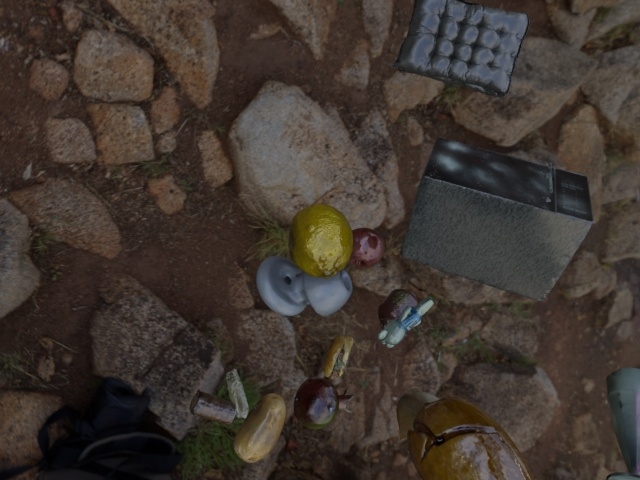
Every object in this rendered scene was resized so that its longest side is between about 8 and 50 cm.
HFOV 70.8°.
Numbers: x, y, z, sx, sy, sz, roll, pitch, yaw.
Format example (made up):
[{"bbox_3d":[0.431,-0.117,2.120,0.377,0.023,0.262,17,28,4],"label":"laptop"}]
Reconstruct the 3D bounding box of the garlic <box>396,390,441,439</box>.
[{"bbox_3d":[0.368,0.614,1.487,0.151,0.338,0.197,13,83,-16],"label":"garlic"}]

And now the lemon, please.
[{"bbox_3d":[0.000,0.000,1.379,0.204,0.204,0.260,23,41,-38],"label":"lemon"}]

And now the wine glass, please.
[{"bbox_3d":[0.425,0.257,0.603,0.073,0.073,0.155,53,45,-26],"label":"wine glass"}]

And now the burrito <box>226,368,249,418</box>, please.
[{"bbox_3d":[-0.317,0.585,1.711,0.058,0.045,0.189,-18,82,-2],"label":"burrito"}]

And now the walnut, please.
[{"bbox_3d":[0.328,0.476,0.925,0.208,0.336,0.209,-32,147,-24],"label":"walnut"}]

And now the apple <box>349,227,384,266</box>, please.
[{"bbox_3d":[0.148,0.029,1.585,0.153,0.153,0.120,28,58,-36],"label":"apple"}]

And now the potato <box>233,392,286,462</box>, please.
[{"bbox_3d":[-0.199,0.635,1.531,0.234,0.150,0.146,-54,125,-18],"label":"potato"}]

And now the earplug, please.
[{"bbox_3d":[-0.056,0.148,1.511,0.325,0.175,0.214,8,50,-10],"label":"earplug"}]

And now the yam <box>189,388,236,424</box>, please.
[{"bbox_3d":[-0.347,0.538,1.448,0.141,0.079,0.079,30,69,-26],"label":"yam"}]

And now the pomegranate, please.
[{"bbox_3d":[0.009,0.418,1.157,0.159,0.129,0.130,0,87,2],"label":"pomegranate"}]

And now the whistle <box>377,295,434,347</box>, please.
[{"bbox_3d":[0.301,0.280,1.580,0.235,0.077,0.114,-43,128,1],"label":"whistle"}]

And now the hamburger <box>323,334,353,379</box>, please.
[{"bbox_3d":[0.033,0.220,0.851,0.083,0.044,0.076,-63,169,-72],"label":"hamburger"}]

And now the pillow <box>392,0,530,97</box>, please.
[{"bbox_3d":[0.389,-0.548,1.244,0.101,0.325,0.228,-19,125,-79],"label":"pillow"}]

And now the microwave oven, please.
[{"bbox_3d":[0.490,-0.059,1.317,0.236,0.431,0.375,-59,162,-45],"label":"microwave oven"}]

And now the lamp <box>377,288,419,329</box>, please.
[{"bbox_3d":[0.389,0.348,2.232,0.258,0.180,0.180,-43,115,-37],"label":"lamp"}]
